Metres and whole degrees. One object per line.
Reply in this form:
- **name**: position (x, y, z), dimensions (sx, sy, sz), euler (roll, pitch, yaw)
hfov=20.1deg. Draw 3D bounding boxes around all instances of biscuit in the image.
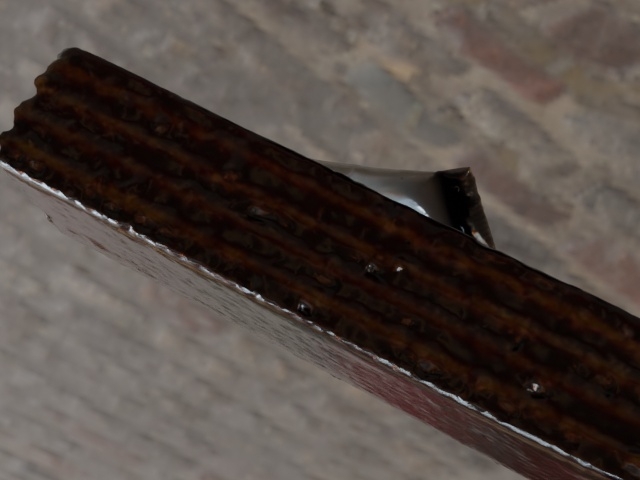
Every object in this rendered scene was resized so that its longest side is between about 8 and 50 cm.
- **biscuit**: position (0.027, 0.028, 0.827), dimensions (0.388, 0.073, 0.107), euler (27, 167, 17)

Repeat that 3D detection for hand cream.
- **hand cream**: position (0.000, 0.000, 1.009), dimensions (0.336, 0.076, 0.121), euler (14, 132, 57)
